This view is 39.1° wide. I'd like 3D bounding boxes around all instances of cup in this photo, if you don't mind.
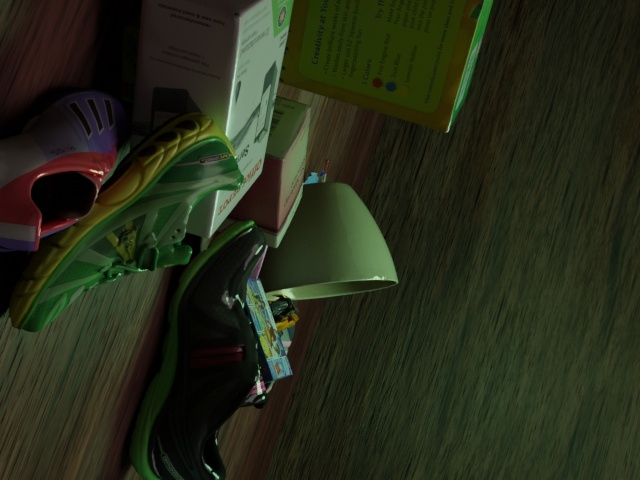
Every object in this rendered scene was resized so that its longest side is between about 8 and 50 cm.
[{"bbox_3d":[0.000,0.000,2.050,0.331,0.331,0.237,55,29,-80],"label":"cup"}]

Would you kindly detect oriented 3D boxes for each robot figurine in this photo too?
[{"bbox_3d":[-0.143,0.180,1.932,0.211,0.085,0.291,-35,168,2],"label":"robot figurine"}]

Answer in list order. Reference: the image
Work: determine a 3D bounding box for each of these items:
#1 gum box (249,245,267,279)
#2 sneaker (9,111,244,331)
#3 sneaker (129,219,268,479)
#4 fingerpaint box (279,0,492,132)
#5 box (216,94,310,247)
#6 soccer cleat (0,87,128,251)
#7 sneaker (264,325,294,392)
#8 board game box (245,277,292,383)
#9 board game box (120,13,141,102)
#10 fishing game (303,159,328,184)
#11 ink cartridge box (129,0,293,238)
[{"bbox_3d":[-0.136,0.012,1.749,0.188,0.062,0.107,-155,-97,-85],"label":"gum box"},{"bbox_3d":[-0.198,-0.001,0.925,0.295,0.123,0.109,-42,-159,0],"label":"sneaker"},{"bbox_3d":[-0.169,0.197,1.548,0.185,0.202,0.482,-26,133,-80],"label":"sneaker"},{"bbox_3d":[0.078,-0.430,1.297,0.163,0.371,0.445,-57,162,-56],"label":"fingerpaint box"},{"bbox_3d":[-0.104,-0.125,1.581,0.232,0.127,0.148,97,13,-51],"label":"box"},{"bbox_3d":[-0.239,-0.064,0.835,0.318,0.116,0.108,-53,159,-66],"label":"soccer cleat"},{"bbox_3d":[-0.136,0.283,2.271,0.131,0.112,0.319,-69,170,-45],"label":"sneaker"},{"bbox_3d":[-0.117,0.169,1.705,0.136,0.035,0.201,16,53,-75],"label":"board game box"},{"bbox_3d":[-0.182,-0.244,1.099,0.181,0.043,0.092,-62,166,-53],"label":"board game box"},{"bbox_3d":[-0.053,-0.090,2.311,0.264,0.041,0.189,-54,161,-43],"label":"fishing game"},{"bbox_3d":[-0.128,-0.171,1.047,0.198,0.115,0.273,-60,165,-57],"label":"ink cartridge box"}]
